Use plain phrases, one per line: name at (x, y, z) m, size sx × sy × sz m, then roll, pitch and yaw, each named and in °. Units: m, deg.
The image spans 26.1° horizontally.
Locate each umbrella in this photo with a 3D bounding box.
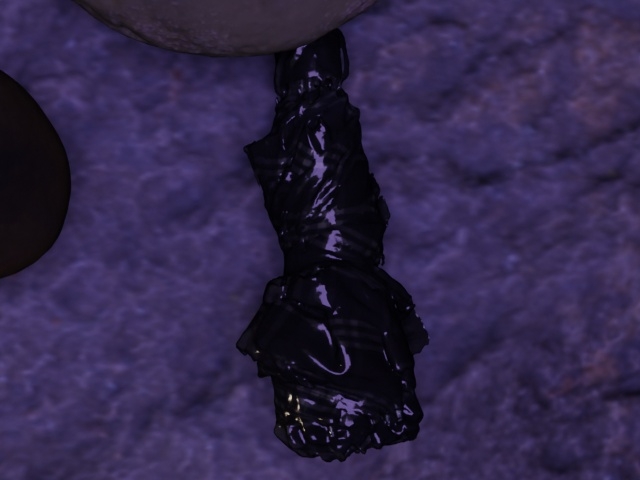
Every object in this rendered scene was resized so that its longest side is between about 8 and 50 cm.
umbrella at (-0.011, 0.004, 1.078) m, size 0.154 × 0.128 × 0.337 m, roll -16°, pitch 88°, yaw -32°

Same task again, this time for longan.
longan at (-0.274, -0.052, 1.012) m, size 0.187 × 0.167 × 0.167 m, roll 33°, pitch 88°, yaw -31°

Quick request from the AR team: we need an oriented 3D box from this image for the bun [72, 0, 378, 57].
bun at (-0.072, -0.313, 0.979) m, size 0.365 × 0.219 × 0.365 m, roll 0°, pitch 89°, yaw -3°
